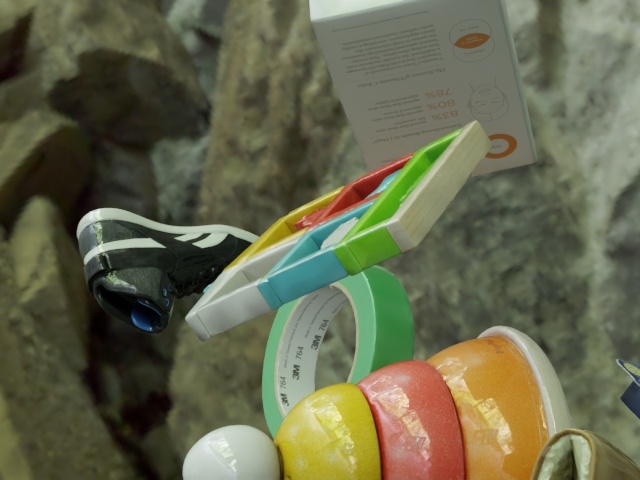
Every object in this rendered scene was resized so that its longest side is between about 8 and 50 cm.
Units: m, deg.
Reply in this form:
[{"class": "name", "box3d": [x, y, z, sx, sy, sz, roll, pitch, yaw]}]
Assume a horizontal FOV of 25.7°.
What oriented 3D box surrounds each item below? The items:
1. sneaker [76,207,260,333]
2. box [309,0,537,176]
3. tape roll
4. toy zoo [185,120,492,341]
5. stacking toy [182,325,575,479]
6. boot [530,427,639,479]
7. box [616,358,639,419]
[{"class": "sneaker", "box3d": [-0.141, 0.046, 1.422, 0.079, 0.216, 0.121, -55, -145, 42]}, {"class": "box", "box3d": [0.128, -0.237, 1.721, 0.345, 0.214, 0.168, 66, 17, -53]}, {"class": "tape roll", "box3d": [0.022, 0.186, 2.184, 0.077, 0.321, 0.321, 17, 23, -30]}, {"class": "toy zoo", "box3d": [0.000, 0.000, 1.243, 0.030, 0.293, 0.192, 56, 38, -12]}, {"class": "stacking toy", "box3d": [0.057, 0.287, 1.816, 0.350, 0.479, 0.351, -179, -90, -75]}, {"class": "boot", "box3d": [0.282, 0.326, 1.445, 0.089, 0.236, 0.269, 6, -12, 35]}, {"class": "box", "box3d": [0.447, 0.228, 1.662, 0.136, 0.036, 0.225, 13, 28, -44]}]
